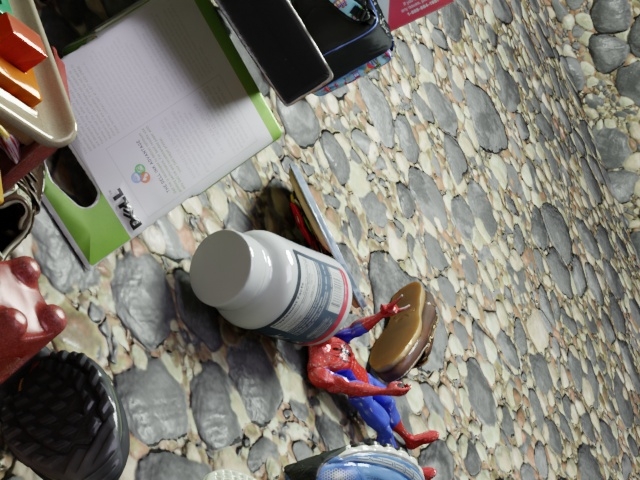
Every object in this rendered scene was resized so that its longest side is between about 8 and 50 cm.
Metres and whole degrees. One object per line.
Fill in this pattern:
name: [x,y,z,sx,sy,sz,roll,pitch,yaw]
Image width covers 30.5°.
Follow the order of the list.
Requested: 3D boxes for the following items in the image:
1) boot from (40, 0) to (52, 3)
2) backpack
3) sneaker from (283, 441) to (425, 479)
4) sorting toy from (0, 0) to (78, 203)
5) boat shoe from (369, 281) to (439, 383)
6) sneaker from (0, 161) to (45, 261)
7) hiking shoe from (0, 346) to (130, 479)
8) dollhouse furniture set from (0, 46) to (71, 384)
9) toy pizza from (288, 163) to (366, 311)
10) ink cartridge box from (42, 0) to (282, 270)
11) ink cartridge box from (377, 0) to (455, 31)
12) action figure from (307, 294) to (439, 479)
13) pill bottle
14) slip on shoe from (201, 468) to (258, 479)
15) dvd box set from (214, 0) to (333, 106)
boot: [-0.303,-0.290,1.125,0.114,0.037,0.106,31,32,-55]
backpack: [0.002,-0.304,1.581,0.117,0.158,0.173,33,31,-61]
sneaker: [0.074,0.334,1.273,0.330,0.130,0.147,46,32,-38]
sorting toy: [-0.238,-0.166,0.764,0.196,0.047,0.347,31,30,-56]
boat shoe: [0.122,0.132,1.564,0.073,0.073,0.207,58,29,-16]
sneaker: [-0.258,-0.025,0.980,0.066,0.071,0.188,52,32,-29]
hiking shoe: [-0.183,0.139,0.872,0.086,0.227,0.114,-43,122,-13]
dollhouse furniture set: [-0.277,-0.033,0.760,0.201,0.152,0.374,41,22,-42]
toy pizza: [0.000,0.000,1.427,0.201,0.032,0.201,64,0,-1]
ink cartridge box: [-0.193,-0.117,1.161,0.255,0.097,0.188,-38,109,-27]
ink cartridge box: [0.054,-0.447,1.686,0.306,0.226,0.131,65,27,-9]
action figure: [0.085,0.174,1.407,0.280,0.139,0.091,47,33,-32]
pill bottle: [-0.055,0.048,1.262,0.180,0.108,0.107,24,51,-54]
slip on shoe: [-0.042,0.367,1.077,0.123,0.101,0.331,0,58,-54]
dvd box set: [-0.124,-0.325,1.248,0.307,0.062,0.420,56,2,-23]
